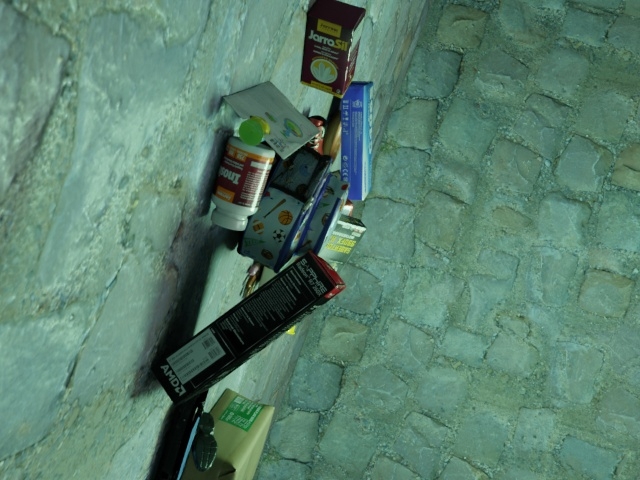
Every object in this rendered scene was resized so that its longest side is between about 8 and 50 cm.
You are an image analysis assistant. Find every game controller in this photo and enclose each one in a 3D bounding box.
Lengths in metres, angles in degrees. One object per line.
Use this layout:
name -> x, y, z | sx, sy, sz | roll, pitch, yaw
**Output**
game controller -> -0.322, 0.484, 1.472 | 0.166, 0.067, 0.320 | -46, 156, -72

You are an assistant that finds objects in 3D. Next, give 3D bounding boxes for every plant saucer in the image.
plant saucer -> 0.043, -0.331, 2.011 | 0.200, 0.037, 0.200 | 21, 90, -82

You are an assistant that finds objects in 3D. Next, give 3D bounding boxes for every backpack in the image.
backpack -> -0.067, -0.058, 1.359 | 0.264, 0.213, 0.276 | -57, 173, -11

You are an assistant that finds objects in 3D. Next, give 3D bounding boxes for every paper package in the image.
paper package -> -0.286, 0.646, 1.805 | 0.325, 0.168, 0.310 | -49, 159, -68

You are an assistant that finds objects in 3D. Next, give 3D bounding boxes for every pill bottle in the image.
pill bottle -> -0.141, -0.098, 1.099 | 0.086, 0.086, 0.152 | -40, 150, -75

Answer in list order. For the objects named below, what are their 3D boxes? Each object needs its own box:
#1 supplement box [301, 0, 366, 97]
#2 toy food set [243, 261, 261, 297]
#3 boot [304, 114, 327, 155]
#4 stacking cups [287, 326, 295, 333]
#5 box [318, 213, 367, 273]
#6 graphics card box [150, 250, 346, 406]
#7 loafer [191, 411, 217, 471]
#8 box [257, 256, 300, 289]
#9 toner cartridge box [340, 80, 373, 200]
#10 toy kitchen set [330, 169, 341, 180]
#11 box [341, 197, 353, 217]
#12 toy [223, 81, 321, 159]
supplement box -> 0.025, -0.417, 1.361 | 0.188, 0.104, 0.081 | 100, 14, -55
toy food set -> -0.179, 0.099, 1.634 | 0.078, 0.019, 0.122 | 29, 82, -83
boot -> -0.040, -0.205, 1.577 | 0.176, 0.088, 0.244 | 103, 3, -46
stacking cups -> -0.087, 0.176, 2.267 | 0.096, 0.095, 0.317 | 11, 98, -83
box -> 0.000, 0.000, 1.840 | 0.183, 0.230, 0.056 | -58, -139, 20
graphics card box -> -0.127, 0.166, 1.230 | 0.370, 0.094, 0.233 | -38, 173, 2
loafer -> -0.299, 0.517, 1.590 | 0.061, 0.062, 0.170 | -59, -158, 25
box -> -0.086, 0.060, 1.701 | 0.149, 0.126, 0.233 | -83, -170, -66
toner cartridge box -> 0.114, -0.312, 1.950 | 0.165, 0.075, 0.348 | -51, 143, -66
toy kitchen set -> 0.035, -0.239, 2.112 | 0.068, 0.083, 0.075 | 57, 38, -26
box -> -0.008, -0.034, 1.937 | 0.123, 0.128, 0.257 | 55, -41, 45
toy -> -0.089, -0.203, 1.100 | 0.056, 0.137, 0.237 | -44, -176, 21
